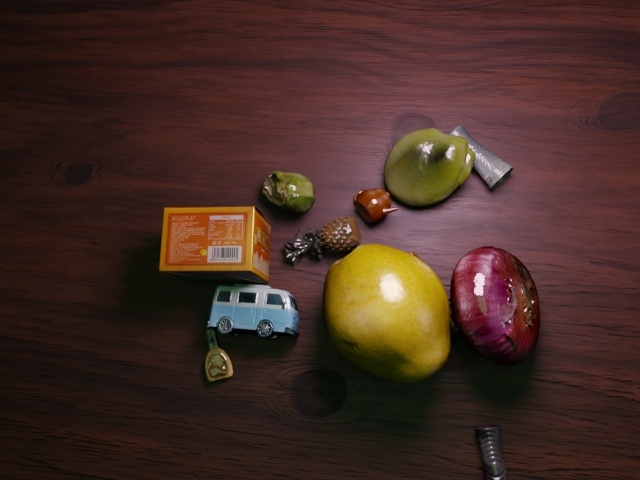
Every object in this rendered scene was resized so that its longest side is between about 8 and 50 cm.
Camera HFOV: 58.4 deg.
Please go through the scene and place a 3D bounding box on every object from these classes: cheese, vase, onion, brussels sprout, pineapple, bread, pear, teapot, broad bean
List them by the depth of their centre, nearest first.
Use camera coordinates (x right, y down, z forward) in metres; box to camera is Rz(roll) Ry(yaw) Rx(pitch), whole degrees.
[{"bbox_3d":[0.186,0.210,1.643,0.362,0.362,0.418,-36,79,-1],"label":"pear"},{"bbox_3d":[0.501,0.656,1.644,0.115,0.115,0.237,-7,74,5],"label":"vase"},{"bbox_3d":[0.474,0.191,1.648,0.285,0.348,0.347,-23,74,37],"label":"onion"},{"bbox_3d":[0.335,-0.235,1.804,0.291,0.119,0.238,-26,87,22],"label":"broad bean"},{"bbox_3d":[0.302,0.075,1.811,0.047,0.036,0.083,-41,76,-11],"label":"bread"},{"bbox_3d":[-0.334,0.362,1.828,0.086,0.036,0.162,-14,78,2],"label":"cheese"},{"bbox_3d":[0.501,-0.271,1.830,0.096,0.096,0.219,-42,74,-3],"label":"vase"},{"bbox_3d":[0.176,-0.122,1.832,0.116,0.116,0.173,-48,45,-4],"label":"teapot"},{"bbox_3d":[0.000,0.000,1.834,0.251,0.125,0.125,-19,77,13],"label":"pineapple"},{"bbox_3d":[-0.095,-0.154,1.852,0.183,0.145,0.131,31,113,51],"label":"brussels sprout"}]

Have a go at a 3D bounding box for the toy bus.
[{"bbox_3d":[-0.200,0.222,1.792,0.271,0.133,0.164,3,75,9],"label":"toy bus"}]

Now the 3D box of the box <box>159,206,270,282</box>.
[{"bbox_3d":[-0.317,0.015,1.781,0.284,0.259,0.213,1,80,6],"label":"box"}]
